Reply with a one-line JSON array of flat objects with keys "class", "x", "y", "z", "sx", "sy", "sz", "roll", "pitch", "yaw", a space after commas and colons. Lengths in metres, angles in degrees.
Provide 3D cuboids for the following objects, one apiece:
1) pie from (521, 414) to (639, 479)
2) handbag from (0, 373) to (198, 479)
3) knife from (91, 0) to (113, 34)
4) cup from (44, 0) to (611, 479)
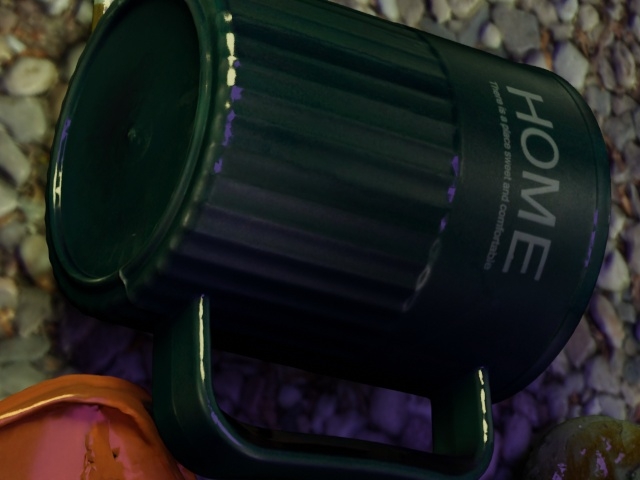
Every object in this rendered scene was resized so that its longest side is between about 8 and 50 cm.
[{"class": "pie", "x": 0.232, "y": 0.250, "z": 1.206, "sx": 0.240, "sy": 0.054, "sz": 0.240, "roll": 9, "pitch": 74, "yaw": -33}, {"class": "handbag", "x": -0.160, "y": 0.307, "z": 0.904, "sx": 0.303, "sy": 0.116, "sz": 0.410, "roll": -28, "pitch": 95, "yaw": -33}, {"class": "knife", "x": -0.135, "y": -0.188, "z": 1.082, "sx": 0.061, "sy": 0.027, "sz": 0.343, "roll": 6, "pitch": 79, "yaw": -31}, {"class": "cup", "x": -0.009, "y": -0.005, "z": 0.993, "sx": 0.292, "sy": 0.242, "sz": 0.308, "roll": 16, "pitch": 87, "yaw": -33}]
